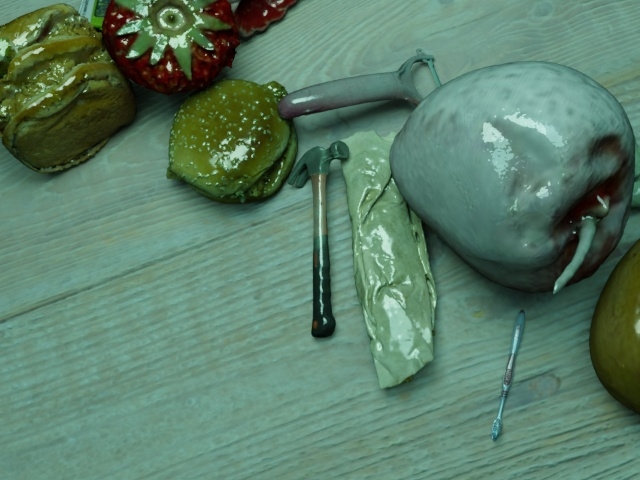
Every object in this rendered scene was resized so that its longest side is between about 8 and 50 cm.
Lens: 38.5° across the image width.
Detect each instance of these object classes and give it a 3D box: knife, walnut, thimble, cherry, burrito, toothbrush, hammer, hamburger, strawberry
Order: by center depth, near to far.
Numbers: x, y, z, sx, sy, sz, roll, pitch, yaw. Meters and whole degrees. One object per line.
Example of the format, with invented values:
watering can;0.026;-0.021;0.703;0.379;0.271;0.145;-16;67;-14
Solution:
walnut;0.467;0.090;1.213;0.203;0.203;0.297;9;81;11
cherry;0.260;-0.097;1.231;0.335;0.326;0.291;42;72;16
toothbrush;0.267;0.189;1.302;0.013;0.019;0.193;13;72;12
burrito;0.103;0.018;1.349;0.117;0.076;0.391;-10;70;5
hammer;0.000;0.000;1.372;0.111;0.033;0.287;-14;73;44
knife;0.067;-0.236;1.404;0.278;0.053;0.123;-11;64;-19
hamburger;-0.134;-0.164;1.419;0.190;0.122;0.215;24;75;15
strawberry;-0.232;-0.318;1.421;0.205;0.244;0.205;0;89;-8
hamburger;-0.438;-0.232;1.435;0.260;0.245;0.211;-42;79;39
thimble;-0.118;-0.430;1.481;0.190;0.163;0.125;-39;69;-9

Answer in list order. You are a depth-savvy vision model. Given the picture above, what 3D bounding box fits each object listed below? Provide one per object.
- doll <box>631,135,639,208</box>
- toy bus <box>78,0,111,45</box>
doll;0.419;-0.132;1.360;0.104;0.071;0.214;-30;78;6
toy bus;-0.332;-0.472;1.557;0.139;0.113;0.301;4;74;13
